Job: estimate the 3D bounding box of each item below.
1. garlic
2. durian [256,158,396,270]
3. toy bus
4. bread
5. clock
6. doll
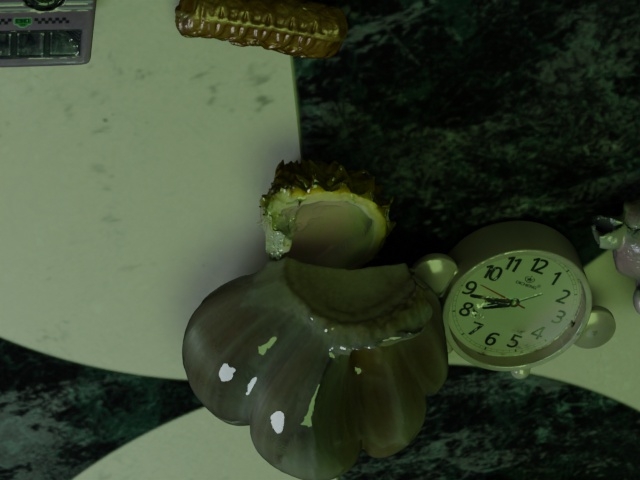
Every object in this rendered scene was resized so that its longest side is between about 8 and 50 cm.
[{"bbox_3d":[0.002,0.115,1.909,0.237,0.210,0.292,-28,153,-28],"label":"garlic"},{"bbox_3d":[-0.009,-0.008,1.895,0.140,0.078,0.224,-6,143,-18],"label":"durian"},{"bbox_3d":[-0.292,-0.202,1.690,0.199,0.096,0.108,-3,129,-13],"label":"toy bus"},{"bbox_3d":[-0.052,-0.195,1.771,0.157,0.044,0.052,7,128,-15],"label":"bread"},{"bbox_3d":[0.189,0.055,1.980,0.229,0.063,0.155,18,122,-18],"label":"clock"},{"bbox_3d":[0.352,0.013,1.962,0.149,0.095,0.192,-24,123,-2],"label":"doll"}]
